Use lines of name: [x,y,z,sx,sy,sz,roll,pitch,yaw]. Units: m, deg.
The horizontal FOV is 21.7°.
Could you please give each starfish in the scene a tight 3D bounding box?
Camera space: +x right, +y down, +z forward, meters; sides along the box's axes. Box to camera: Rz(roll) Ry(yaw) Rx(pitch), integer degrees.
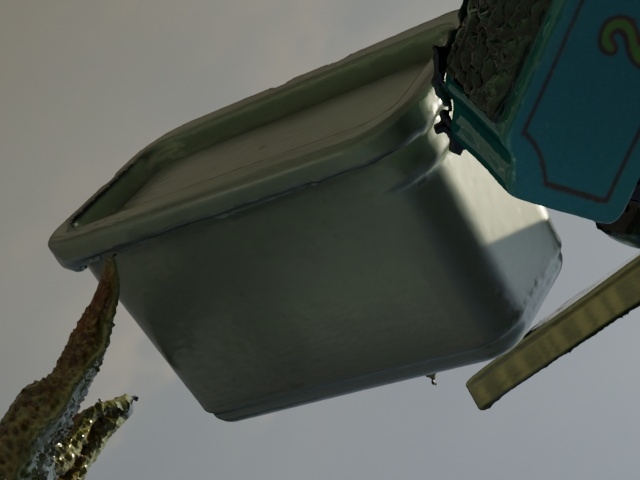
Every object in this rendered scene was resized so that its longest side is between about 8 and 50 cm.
starfish: [-0.181,0.169,1.004,0.358,0.078,0.347,82,20,-66]

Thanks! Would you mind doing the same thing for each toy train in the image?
toy train: [0.156,-0.101,0.814,0.203,0.163,0.112,-69,-156,15]

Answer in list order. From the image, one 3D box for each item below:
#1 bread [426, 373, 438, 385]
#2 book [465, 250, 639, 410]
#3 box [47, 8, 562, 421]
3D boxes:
bread: [0.111,0.053,1.726,0.147,0.152,0.127,-54,-177,1]
book: [0.298,0.003,1.369,0.371,0.043,0.260,-36,176,22]
box: [0.000,0.000,1.101,0.311,0.182,0.175,-17,-157,37]
